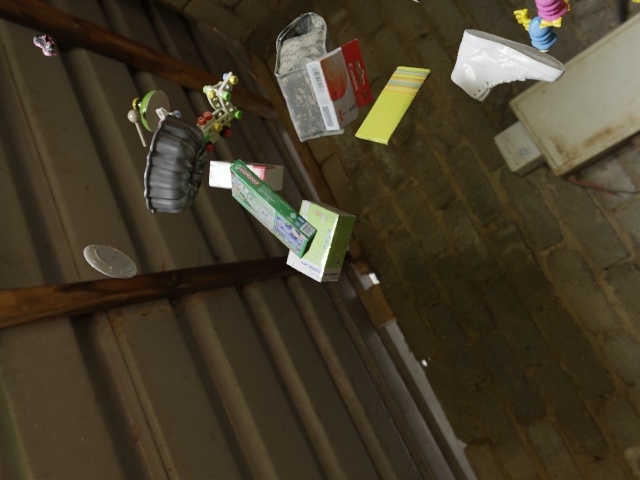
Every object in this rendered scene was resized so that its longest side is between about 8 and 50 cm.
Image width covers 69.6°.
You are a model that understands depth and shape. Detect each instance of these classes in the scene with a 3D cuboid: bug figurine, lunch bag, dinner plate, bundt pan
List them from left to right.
[{"bbox_3d":[-0.552,0.049,1.220,0.141,0.017,0.141,34,-167,-9],"label":"dinner plate"},{"bbox_3d":[-0.464,-0.240,1.527,0.124,0.331,0.331,13,-144,-4],"label":"bundt pan"},{"bbox_3d":[-0.025,-0.477,1.333,0.235,0.168,0.287,68,-163,-51],"label":"lunch bag"},{"bbox_3d":[0.430,-0.361,0.708,0.216,0.278,0.072,8,-92,-50],"label":"bug figurine"}]

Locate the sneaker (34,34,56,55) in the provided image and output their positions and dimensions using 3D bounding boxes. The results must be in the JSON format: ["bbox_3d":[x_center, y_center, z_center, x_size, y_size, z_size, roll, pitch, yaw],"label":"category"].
[{"bbox_3d":[-0.943,-0.683,1.581,0.119,0.057,0.047,43,-140,21],"label":"sneaker"}]

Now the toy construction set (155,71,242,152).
[{"bbox_3d":[-0.423,-0.456,1.686,0.151,0.327,0.215,40,153,32],"label":"toy construction set"}]

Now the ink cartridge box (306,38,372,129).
[{"bbox_3d":[0.060,-0.339,0.994,0.179,0.045,0.146,-40,-57,-33],"label":"ink cartridge box"}]

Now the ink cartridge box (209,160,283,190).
[{"bbox_3d":[-0.327,-0.288,2.046,0.197,0.272,0.114,-29,-55,-69],"label":"ink cartridge box"}]

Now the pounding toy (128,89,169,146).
[{"bbox_3d":[-0.764,-0.554,1.997,0.110,0.183,0.237,16,-126,9],"label":"pounding toy"}]

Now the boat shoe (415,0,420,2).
[{"bbox_3d":[0.315,-0.864,1.591,0.048,0.042,0.133,10,-136,-31],"label":"boat shoe"}]

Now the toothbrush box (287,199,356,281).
[{"bbox_3d":[0.000,0.000,1.887,0.206,0.284,0.122,25,-166,39],"label":"toothbrush box"}]

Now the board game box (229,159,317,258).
[{"bbox_3d":[-0.152,-0.089,1.427,0.317,0.046,0.213,43,163,5],"label":"board game box"}]

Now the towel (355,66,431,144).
[{"bbox_3d":[0.188,-0.350,1.181,0.102,0.237,0.021,22,164,36],"label":"towel"}]

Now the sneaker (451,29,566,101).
[{"bbox_3d":[0.520,-0.468,1.309,0.292,0.169,0.108,31,-137,21],"label":"sneaker"}]
